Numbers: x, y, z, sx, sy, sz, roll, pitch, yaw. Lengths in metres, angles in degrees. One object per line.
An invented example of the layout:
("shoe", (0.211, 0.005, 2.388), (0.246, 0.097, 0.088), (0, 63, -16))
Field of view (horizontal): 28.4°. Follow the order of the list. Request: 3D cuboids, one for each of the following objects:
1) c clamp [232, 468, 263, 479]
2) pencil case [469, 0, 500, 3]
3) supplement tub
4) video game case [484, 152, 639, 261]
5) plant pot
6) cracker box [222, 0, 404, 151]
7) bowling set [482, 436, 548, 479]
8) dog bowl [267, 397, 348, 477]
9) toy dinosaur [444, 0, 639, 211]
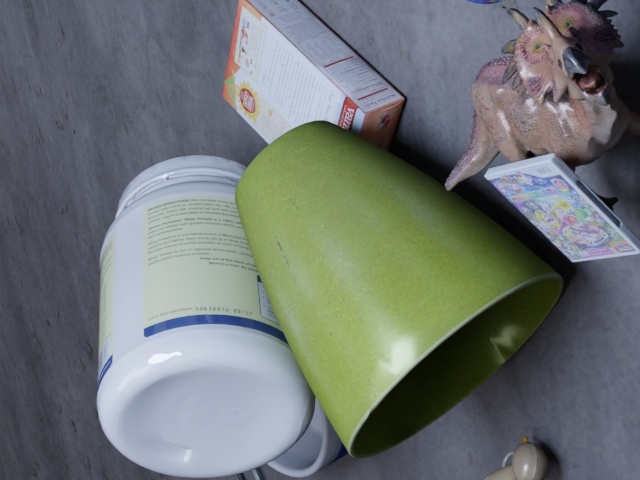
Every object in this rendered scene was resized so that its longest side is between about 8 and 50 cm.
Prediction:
("c clamp", (-0.110, 0.366, 1.976), (0.137, 0.022, 0.160), (-11, 100, 56))
("pencil case", (0.219, -0.280, 1.024), (0.306, 0.119, 0.133), (-5, 123, 55))
("supplement tub", (-0.136, 0.081, 1.452), (0.324, 0.236, 0.235), (-98, 16, -45))
("video game case", (0.208, -0.026, 1.081), (0.122, 0.011, 0.087), (42, 156, -20))
("plant pot", (0.050, 0.023, 1.304), (0.293, 0.275, 0.274), (50, 144, 20))
("cracker box", (-0.014, -0.166, 1.470), (0.232, 0.067, 0.155), (47, 143, 27))
("bowling set", (0.271, 0.363, 1.354), (0.154, 0.200, 0.287), (123, 159, -47))
("dog bowl", (-0.039, 0.174, 1.683), (0.265, 0.104, 0.264), (32, 135, 40))
("toy dinosaur", (0.190, -0.123, 1.095), (0.200, 0.127, 0.296), (44, 157, -21))
